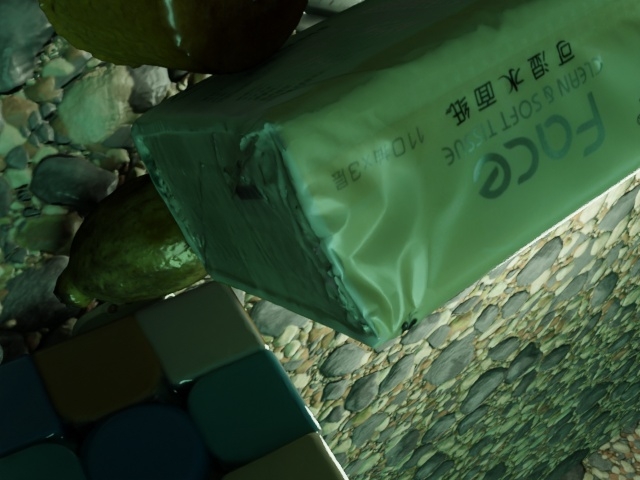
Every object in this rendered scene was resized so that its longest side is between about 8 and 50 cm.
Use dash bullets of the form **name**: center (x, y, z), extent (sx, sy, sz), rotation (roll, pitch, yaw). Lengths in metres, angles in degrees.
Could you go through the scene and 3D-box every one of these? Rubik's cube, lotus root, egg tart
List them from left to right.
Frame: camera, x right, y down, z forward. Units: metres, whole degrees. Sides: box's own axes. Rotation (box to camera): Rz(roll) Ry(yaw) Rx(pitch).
- **lotus root**: center (-0.179, 0.002, 0.948), extent (0.214, 0.138, 0.138), rotation (-32, 146, -7)
- **Rubik's cube**: center (-0.178, 0.313, 1.001), extent (0.346, 0.344, 0.347), rotation (-21, 142, -21)
- **egg tart**: center (-0.108, -0.225, 0.732), extent (0.215, 0.171, 0.215), rotation (-28, 132, -35)

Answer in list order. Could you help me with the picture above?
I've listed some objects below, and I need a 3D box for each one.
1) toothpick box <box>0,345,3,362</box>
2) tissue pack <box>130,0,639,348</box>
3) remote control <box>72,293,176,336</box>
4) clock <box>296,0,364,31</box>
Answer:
- **toothpick box**: center (-0.361, 0.100, 0.938), extent (0.052, 0.052, 0.083), rotation (-33, 147, -16)
- **tissue pack**: center (0.088, -0.108, 0.806), extent (0.405, 0.332, 0.205), rotation (-31, 108, -21)
- **remote control**: center (-0.216, 0.184, 1.177), extent (0.128, 0.065, 0.335), rotation (-32, 146, -21)
- **clock**: center (0.096, -0.330, 0.946), extent (0.279, 0.049, 0.273), rotation (-3, 130, -46)
